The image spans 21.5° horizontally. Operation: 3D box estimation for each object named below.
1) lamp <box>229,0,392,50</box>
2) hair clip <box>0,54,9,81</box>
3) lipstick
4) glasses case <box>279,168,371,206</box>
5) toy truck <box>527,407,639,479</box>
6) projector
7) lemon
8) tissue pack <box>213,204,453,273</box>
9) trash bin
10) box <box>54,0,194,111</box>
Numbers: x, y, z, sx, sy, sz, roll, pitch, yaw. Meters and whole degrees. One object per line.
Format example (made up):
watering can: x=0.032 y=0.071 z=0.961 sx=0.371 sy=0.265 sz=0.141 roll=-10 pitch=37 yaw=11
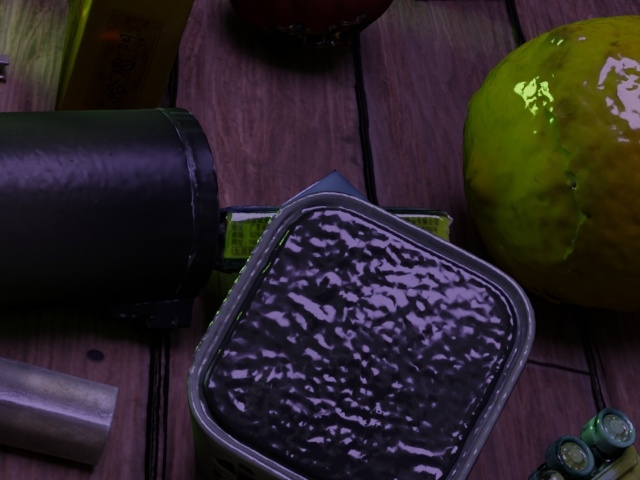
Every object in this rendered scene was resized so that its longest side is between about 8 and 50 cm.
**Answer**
lamp: x=-0.011 y=-0.349 z=2.160 sx=0.227 sy=0.227 sz=0.227 roll=14 pitch=38 yaw=-11
hair clip: x=-0.411 y=-0.157 z=1.878 sx=0.072 sy=0.034 sz=0.226 roll=21 pitch=37 yaw=-1
lipstick: x=-0.315 y=0.138 z=1.529 sx=0.253 sy=0.079 sz=0.077 roll=15 pitch=38 yaw=-8
glasses case: x=0.062 y=0.042 z=1.867 sx=0.105 sy=0.056 sz=0.266 roll=-34 pitch=61 yaw=-20
toy truck: x=0.221 y=0.276 z=1.599 sx=0.259 sy=0.128 sz=0.135 roll=-21 pitch=68 yaw=-42
projector: x=0.031 y=0.131 z=1.497 sx=0.248 sy=0.249 sz=0.248 roll=27 pitch=73 yaw=7
lemon: x=0.346 y=-0.091 z=1.916 sx=0.387 sy=0.350 sz=0.350 roll=-8 pitch=46 yaw=-21
tissue pack: x=0.000 y=0.000 z=1.737 sx=0.235 sy=0.073 sz=0.173 roll=1 pitch=0 yaw=-14
trash bin: x=-0.274 y=-0.027 z=1.655 sx=0.301 sy=0.203 sz=0.252 roll=-2 pitch=86 yaw=-28
box: x=-0.223 y=-0.326 z=1.991 sx=0.116 sy=0.264 sz=0.415 roll=12 pitch=41 yaw=-13
